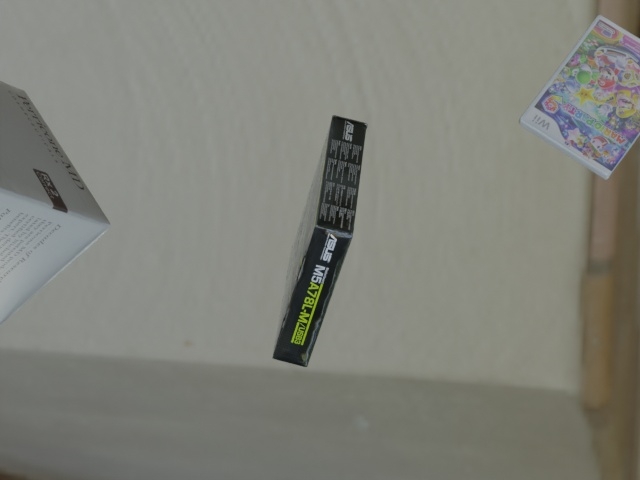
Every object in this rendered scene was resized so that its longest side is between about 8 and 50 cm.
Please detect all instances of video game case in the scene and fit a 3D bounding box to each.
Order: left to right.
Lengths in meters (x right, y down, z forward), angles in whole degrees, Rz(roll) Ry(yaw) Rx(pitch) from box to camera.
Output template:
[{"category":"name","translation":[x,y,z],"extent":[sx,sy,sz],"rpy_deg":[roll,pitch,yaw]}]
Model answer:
[{"category":"video game case","translation":[0.232,-0.119,1.401],"extent":[0.122,0.087,0.011],"rpy_deg":[-52,167,-17]}]

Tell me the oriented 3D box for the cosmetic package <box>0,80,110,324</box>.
[{"category":"cosmetic package","translation":[-0.291,-0.034,1.288],"extent":[0.151,0.151,0.184],"rpy_deg":[55,15,21]}]

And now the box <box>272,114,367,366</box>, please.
[{"category":"box","translation":[0.000,0.000,1.727],"extent":[0.190,0.045,0.184],"rpy_deg":[-81,-171,-52]}]
